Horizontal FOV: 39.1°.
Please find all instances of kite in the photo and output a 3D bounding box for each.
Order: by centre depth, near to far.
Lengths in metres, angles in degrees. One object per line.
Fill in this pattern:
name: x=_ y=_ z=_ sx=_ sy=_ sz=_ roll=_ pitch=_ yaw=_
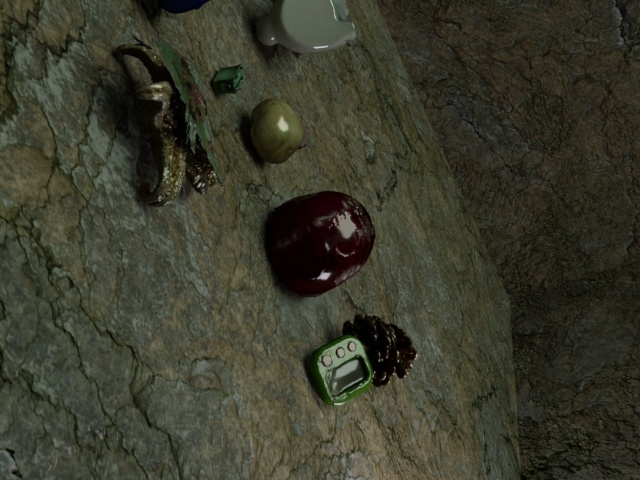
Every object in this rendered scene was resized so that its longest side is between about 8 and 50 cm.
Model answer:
kite: x=-0.211 y=-0.225 z=1.504 sx=0.268 sy=0.013 sz=0.323 roll=-96 pitch=167 yaw=-53

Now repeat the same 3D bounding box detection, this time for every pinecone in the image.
pinecone: x=0.119 y=0.249 z=2.032 sx=0.179 sy=0.150 sz=0.195 roll=30 pitch=4 yaw=41

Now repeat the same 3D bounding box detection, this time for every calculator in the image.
calculator: x=-0.064 y=-0.277 z=2.238 sx=0.103 sy=0.024 sz=0.166 roll=69 pitch=20 yaw=-5

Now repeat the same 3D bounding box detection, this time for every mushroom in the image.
mushroom: x=-0.099 y=-0.241 z=1.982 sx=0.148 sy=0.112 sz=0.148 roll=48 pitch=31 yaw=-43

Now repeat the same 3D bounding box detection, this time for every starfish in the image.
starfish: x=-0.262 y=-0.206 z=1.534 sx=0.312 sy=0.113 sz=0.303 roll=3 pitch=72 yaw=-79

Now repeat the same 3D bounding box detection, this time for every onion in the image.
onion: x=0.005 y=-0.002 z=1.912 sx=0.216 sy=0.206 sz=0.206 roll=64 pitch=17 yaw=-1

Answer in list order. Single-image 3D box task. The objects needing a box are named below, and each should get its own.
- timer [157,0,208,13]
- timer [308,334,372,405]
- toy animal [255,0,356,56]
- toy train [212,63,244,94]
timer: x=-0.306 y=-0.640 z=1.648 sx=0.383 sy=0.270 sz=0.270 roll=45 pitch=31 yaw=-33
timer: x=0.041 y=0.273 z=1.894 sx=0.140 sy=0.047 sz=0.128 roll=-24 pitch=96 yaw=-35
toy animal: x=-0.045 y=-0.573 z=2.332 sx=0.368 sy=0.241 sz=0.196 roll=-89 pitch=163 yaw=-76
toy train: x=-0.193 y=-0.340 z=1.905 sx=0.093 sy=0.056 sz=0.038 roll=-77 pitch=160 yaw=-56
